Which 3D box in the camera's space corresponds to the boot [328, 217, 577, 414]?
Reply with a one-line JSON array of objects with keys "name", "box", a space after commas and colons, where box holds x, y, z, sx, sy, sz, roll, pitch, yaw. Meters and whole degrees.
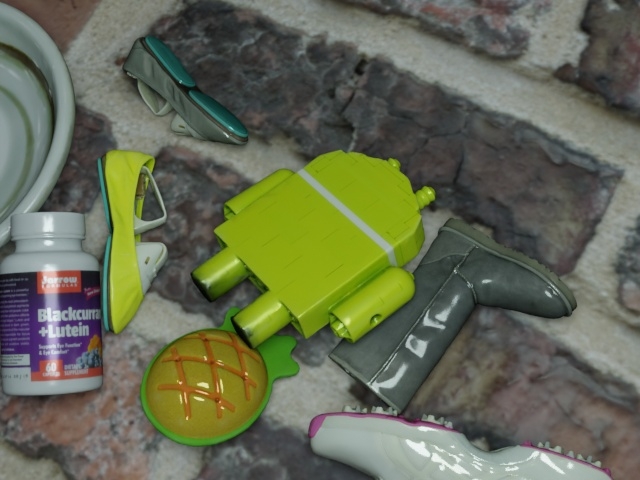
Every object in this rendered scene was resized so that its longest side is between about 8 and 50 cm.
[{"name": "boot", "box": [0.137, 0.094, 1.006, 0.190, 0.076, 0.208, 29, 68, 34]}]

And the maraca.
[{"name": "maraca", "box": [-0.106, 0.143, 1.019, 0.127, 0.099, 0.186, 43, 55, 15]}]

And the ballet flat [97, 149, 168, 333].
[{"name": "ballet flat", "box": [-0.216, -0.005, 1.111, 0.077, 0.077, 0.231, -5, 65, -7]}]

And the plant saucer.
[{"name": "plant saucer", "box": [-0.481, -0.113, 1.182, 0.401, 0.100, 0.400, -3, 67, 8]}]

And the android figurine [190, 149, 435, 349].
[{"name": "android figurine", "box": [0.000, 0.000, 1.046, 0.273, 0.056, 0.248, -36, 52, -17]}]

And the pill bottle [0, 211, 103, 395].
[{"name": "pill bottle", "box": [-0.295, 0.068, 1.045, 0.108, 0.108, 0.193, -4, 86, 8]}]

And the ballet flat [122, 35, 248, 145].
[{"name": "ballet flat", "box": [-0.169, -0.168, 1.179, 0.213, 0.072, 0.068, 47, 109, 23]}]

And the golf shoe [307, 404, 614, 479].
[{"name": "golf shoe", "box": [0.125, 0.248, 0.928, 0.306, 0.115, 0.140, 11, 74, 15]}]
